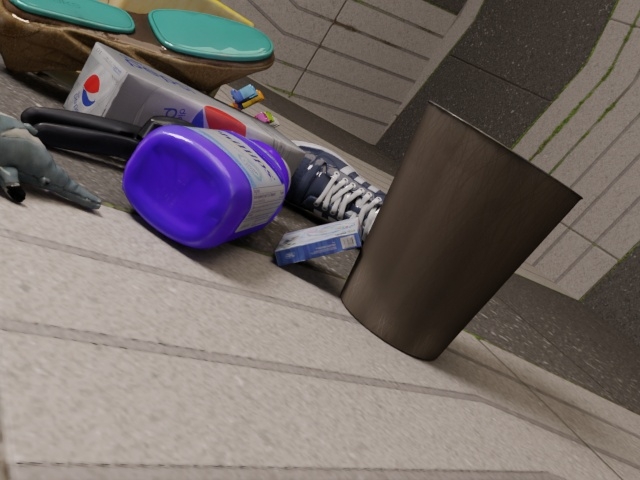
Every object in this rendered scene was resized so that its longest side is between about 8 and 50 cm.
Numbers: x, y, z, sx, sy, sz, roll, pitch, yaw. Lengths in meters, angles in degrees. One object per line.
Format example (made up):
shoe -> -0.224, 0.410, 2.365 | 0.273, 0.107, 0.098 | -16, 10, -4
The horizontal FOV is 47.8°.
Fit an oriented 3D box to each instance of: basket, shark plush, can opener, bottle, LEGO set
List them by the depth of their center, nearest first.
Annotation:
shark plush -> -0.239, -0.053, 0.540 | 0.161, 0.073, 0.067 | 50, 13, -55
can opener -> -0.214, -0.108, 0.740 | 0.186, 0.073, 0.059 | 4, 30, -43
bottle -> -0.095, -0.061, 0.753 | 0.118, 0.092, 0.283 | 39, 13, 6
basket -> 0.132, -0.001, 0.766 | 0.204, 0.226, 0.154 | 26, 14, -31
LEGO set -> -0.149, -0.242, 1.392 | 0.087, 0.093, 0.227 | 63, 6, -4

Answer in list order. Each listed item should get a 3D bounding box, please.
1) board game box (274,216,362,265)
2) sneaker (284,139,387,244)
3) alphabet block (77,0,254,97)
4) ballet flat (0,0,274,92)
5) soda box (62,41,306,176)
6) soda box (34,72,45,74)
board game box -> 0.000, 0.000, 0.792 | 0.090, 0.090, 0.020 | -74, 150, -77
sneaker -> 0.049, -0.045, 1.041 | 0.282, 0.099, 0.153 | 29, 10, -28
alphabet block -> -0.245, -0.292, 1.048 | 0.192, 0.197, 0.193 | 22, 16, -38
ballet flat -> -0.229, -0.229, 0.907 | 0.343, 0.124, 0.116 | 0, 47, -32
soda box -> -0.157, -0.133, 0.890 | 0.286, 0.091, 0.098 | 19, 18, -47
soda box -> -0.412, -0.284, 0.922 | 0.181, 0.061, 0.058 | 32, 11, -2
